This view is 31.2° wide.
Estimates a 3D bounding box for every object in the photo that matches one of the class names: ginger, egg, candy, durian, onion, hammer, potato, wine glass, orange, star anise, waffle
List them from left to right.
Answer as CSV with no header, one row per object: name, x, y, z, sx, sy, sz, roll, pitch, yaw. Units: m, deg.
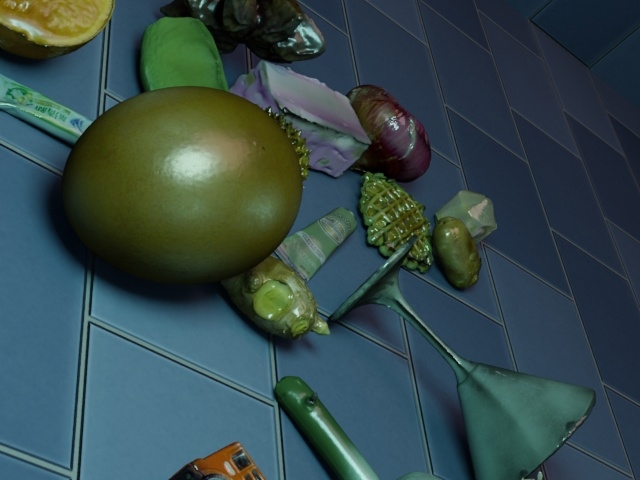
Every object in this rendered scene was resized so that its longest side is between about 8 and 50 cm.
orange,-0.439,-0.433,1.745,0.274,0.274,0.310,-8,105,-57
egg,-0.191,-0.076,1.620,0.351,0.282,0.282,-9,61,-34
candy,-0.220,-0.237,1.944,0.132,0.142,0.343,72,1,-53
star anise,-0.139,-0.397,2.107,0.315,0.315,0.108,21,73,-40
durian,-0.096,-0.141,1.974,0.252,0.139,0.144,56,17,13
ginger,-0.073,0.085,1.782,0.216,0.102,0.157,39,3,-8
candy,-0.037,-0.231,2.186,0.265,0.116,0.155,13,41,-46
hammer,0.050,0.325,1.674,0.335,0.119,0.206,51,26,16
onion,0.117,-0.200,2.336,0.230,0.163,0.230,40,-17,15
waffle,0.153,-0.034,2.280,0.214,0.054,0.208,31,36,-36
wine glass,0.226,0.200,1.915,0.406,0.267,0.267,47,29,4
potato,0.277,0.025,2.320,0.170,0.080,0.107,59,19,-31

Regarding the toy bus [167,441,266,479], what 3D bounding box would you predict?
toy bus,-0.071,0.411,1.355,0.329,0.143,0.153,53,29,11

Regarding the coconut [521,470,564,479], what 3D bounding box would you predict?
coconut,0.317,0.530,1.561,0.360,0.346,0.346,63,25,-17

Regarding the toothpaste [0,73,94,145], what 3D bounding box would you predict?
toothpaste,-0.365,-0.164,1.737,0.297,0.048,0.075,27,38,-28

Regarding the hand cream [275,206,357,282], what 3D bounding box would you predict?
hand cream,0.000,0.000,2.039,0.086,0.055,0.235,48,36,3

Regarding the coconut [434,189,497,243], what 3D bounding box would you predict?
coconut,0.318,-0.050,2.456,0.116,0.122,0.116,34,32,-24
